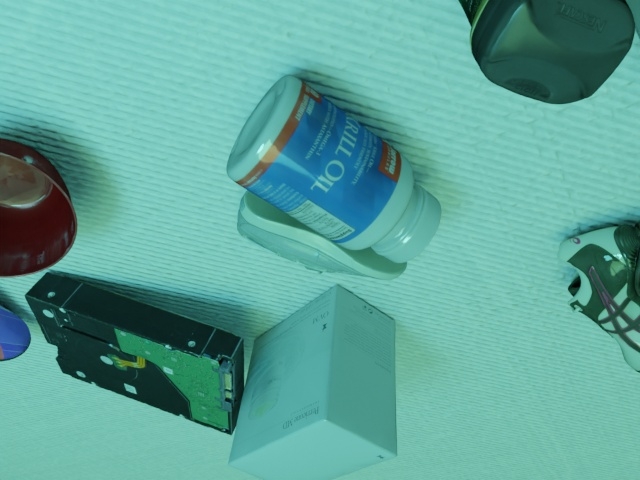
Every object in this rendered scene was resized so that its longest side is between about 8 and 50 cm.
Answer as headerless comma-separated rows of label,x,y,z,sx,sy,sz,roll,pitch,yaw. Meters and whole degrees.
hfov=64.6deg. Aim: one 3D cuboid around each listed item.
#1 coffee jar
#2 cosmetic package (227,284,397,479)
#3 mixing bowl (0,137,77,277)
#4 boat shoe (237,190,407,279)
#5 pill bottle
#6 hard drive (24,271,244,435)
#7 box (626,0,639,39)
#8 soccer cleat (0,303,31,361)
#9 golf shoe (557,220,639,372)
coffee jar,0.155,-0.179,0.378,0.096,0.184,0.079,16,134,-10
cosmetic package,-0.008,0.230,0.778,0.138,0.224,0.224,33,129,-25
mixing bowl,-0.384,-0.053,0.609,0.181,0.098,0.181,-7,130,-9
boat shoe,-0.001,0.001,0.661,0.227,0.079,0.081,22,142,-9
pill bottle,0.022,-0.066,0.550,0.221,0.124,0.124,30,131,-24
hard drive,-0.290,0.190,0.834,0.339,0.064,0.237,17,136,9
box,0.327,-0.163,0.379,0.119,0.182,0.181,-30,126,28
soccer cleat,-0.588,0.084,0.782,0.116,0.108,0.318,-31,122,26
golf shoe,0.407,0.081,0.692,0.120,0.105,0.273,-4,130,32
